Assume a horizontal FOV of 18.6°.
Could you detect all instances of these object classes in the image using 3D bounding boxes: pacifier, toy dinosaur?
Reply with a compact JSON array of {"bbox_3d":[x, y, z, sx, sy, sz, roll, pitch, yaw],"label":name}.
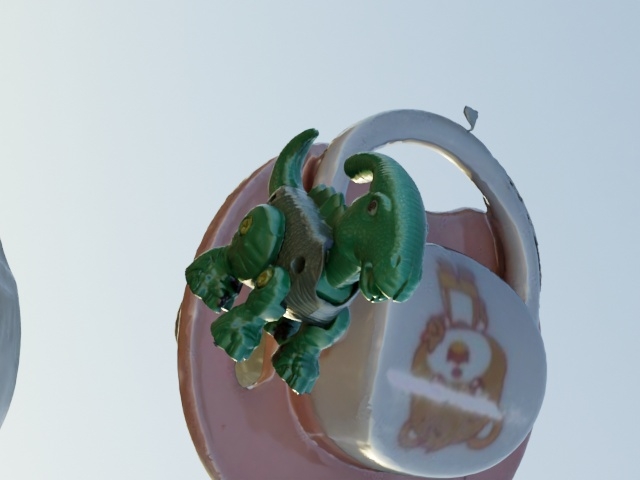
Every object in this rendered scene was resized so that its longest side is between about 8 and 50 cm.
[{"bbox_3d":[0.020,0.071,1.248,0.273,0.332,0.220,-38,-128,29],"label":"pacifier"},{"bbox_3d":[0.000,0.000,0.764,0.096,0.059,0.132,-48,-148,19],"label":"toy dinosaur"}]

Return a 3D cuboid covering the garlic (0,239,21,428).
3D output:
[{"bbox_3d":[-0.211,0.016,0.624,0.143,0.229,0.178,141,-48,-80],"label":"garlic"}]
